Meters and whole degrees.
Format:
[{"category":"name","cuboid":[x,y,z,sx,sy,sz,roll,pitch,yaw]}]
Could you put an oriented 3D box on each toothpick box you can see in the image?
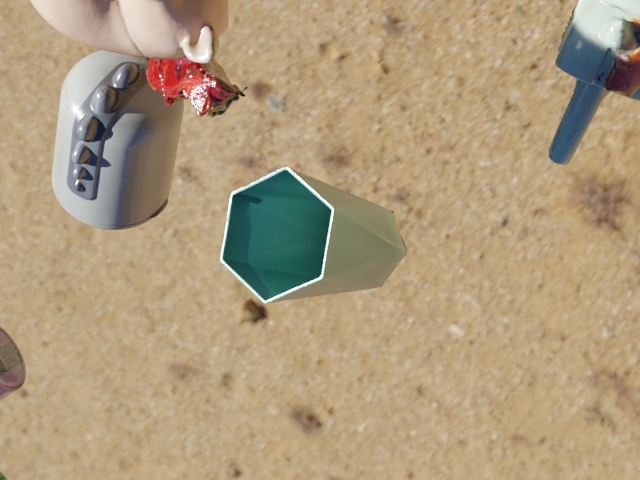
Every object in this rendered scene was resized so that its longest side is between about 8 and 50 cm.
[{"category":"toothpick box","cuboid":[-0.344,-0.177,2.125,0.229,0.229,0.316,36,145,12]}]

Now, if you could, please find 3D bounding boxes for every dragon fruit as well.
[{"category":"dragon fruit","cuboid":[-0.151,-0.232,1.679,0.192,0.092,0.122,45,129,52]}]

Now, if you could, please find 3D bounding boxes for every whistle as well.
[{"category":"whistle","cuboid":[0.269,-0.184,1.157,0.106,0.101,0.253,40,116,37]}]

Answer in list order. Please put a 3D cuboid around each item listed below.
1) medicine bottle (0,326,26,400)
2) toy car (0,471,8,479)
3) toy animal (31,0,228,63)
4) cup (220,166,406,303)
[{"category":"medicine bottle","cuboid":[-0.387,0.155,1.257,0.188,0.119,0.094,-31,135,17]},{"category":"toy car","cuboid":[-0.384,0.235,1.328,0.186,0.093,0.058,35,125,39]},{"category":"toy animal","cuboid":[-0.226,-0.293,1.493,0.250,0.166,0.154,21,129,-6]},{"category":"cup","cuboid":[0.000,0.000,1.472,0.148,0.235,0.134,45,105,20]}]
